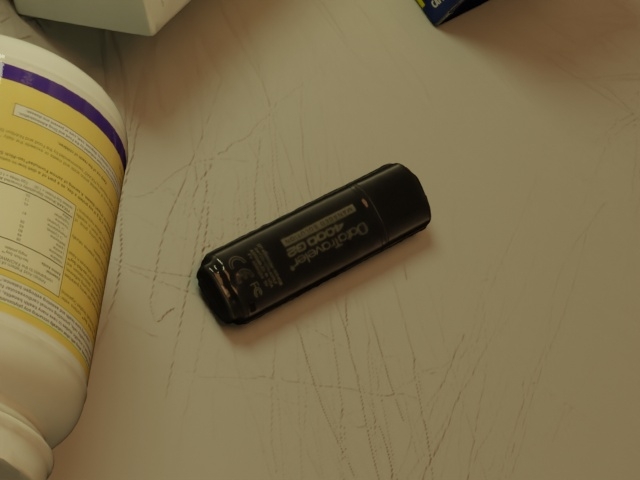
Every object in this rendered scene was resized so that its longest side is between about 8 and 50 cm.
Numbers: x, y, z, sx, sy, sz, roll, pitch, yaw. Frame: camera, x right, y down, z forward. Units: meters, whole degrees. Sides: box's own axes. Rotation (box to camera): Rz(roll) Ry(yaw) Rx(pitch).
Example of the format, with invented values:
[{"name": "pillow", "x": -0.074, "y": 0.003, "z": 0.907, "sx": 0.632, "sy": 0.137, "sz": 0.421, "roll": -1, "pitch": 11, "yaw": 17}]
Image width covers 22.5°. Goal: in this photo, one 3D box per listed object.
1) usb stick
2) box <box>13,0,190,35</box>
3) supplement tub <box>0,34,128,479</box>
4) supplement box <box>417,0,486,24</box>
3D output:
[{"name": "usb stick", "x": 0.000, "y": 0.000, "z": 1.551, "sx": 0.278, "sy": 0.045, "sz": 0.077, "roll": -27, "pitch": 89, "yaw": -38}, {"name": "box", "x": -0.153, "y": -0.381, "z": 1.516, "sx": 0.168, "sy": 0.215, "sz": 0.345, "roll": 13, "pitch": 45, "yaw": 30}, {"name": "supplement tub", "x": -0.287, "y": 0.031, "z": 1.239, "sx": 0.241, "sy": 0.241, "sz": 0.331, "roll": 19, "pitch": 57, "yaw": -22}, {"name": "supplement box", "x": 0.135, "y": -0.454, "z": 1.769, "sx": 0.195, "sy": 0.194, "sz": 0.356, "roll": -30, "pitch": 83, "yaw": -38}]
